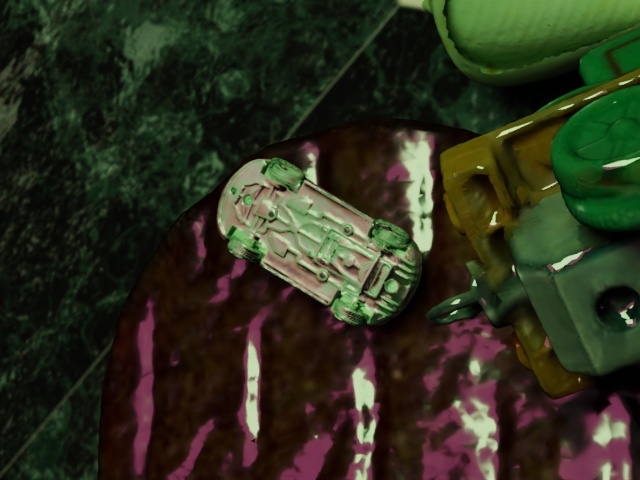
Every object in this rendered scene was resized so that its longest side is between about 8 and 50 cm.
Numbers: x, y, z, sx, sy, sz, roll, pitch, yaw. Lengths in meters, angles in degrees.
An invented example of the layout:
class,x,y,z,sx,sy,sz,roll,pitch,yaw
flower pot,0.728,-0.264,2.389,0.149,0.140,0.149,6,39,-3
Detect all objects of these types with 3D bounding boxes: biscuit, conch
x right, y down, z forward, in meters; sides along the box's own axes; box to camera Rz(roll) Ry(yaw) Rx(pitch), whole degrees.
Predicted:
class,x,y,z,sx,sy,sz,roll,pitch,yaw
biscuit,0.038,0.122,1.101,0.407,0.091,0.407,-6,74,23
conch,0.174,-0.190,1.063,0.250,0.137,0.143,-20,102,42

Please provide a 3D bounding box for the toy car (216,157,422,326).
class,x,y,z,sx,sy,sz,roll,pitch,yaw
toy car,0.000,0.000,1.069,0.142,0.055,0.069,31,100,18

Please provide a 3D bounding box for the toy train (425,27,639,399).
class,x,y,z,sx,sy,sz,roll,pitch,yaw
toy train,0.252,-0.061,0.924,0.429,0.178,0.249,-23,29,10
